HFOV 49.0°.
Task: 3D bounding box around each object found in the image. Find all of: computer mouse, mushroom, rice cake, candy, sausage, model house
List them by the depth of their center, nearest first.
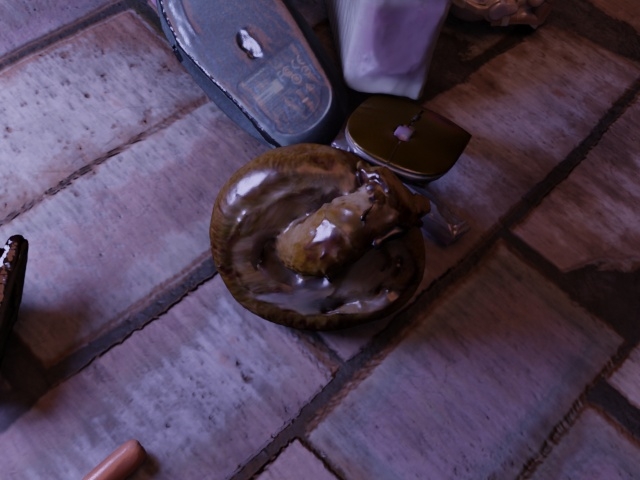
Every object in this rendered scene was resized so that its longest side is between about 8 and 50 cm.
[{"bbox_3d":[-0.241,0.268,0.819,0.034,0.034,0.083,42,62,18],"label":"sausage"},{"bbox_3d":[-0.454,0.090,0.843,0.164,0.141,0.203,11,59,-13],"label":"model house"},{"bbox_3d":[0.010,-0.007,0.894,0.195,0.283,0.263,-45,110,-43],"label":"mushroom"},{"bbox_3d":[0.135,-0.155,1.026,0.158,0.072,0.310,25,24,10],"label":"computer mouse"},{"bbox_3d":[0.108,-0.082,1.074,0.269,0.049,0.055,37,39,15],"label":"rice cake"},{"bbox_3d":[-0.107,-0.295,1.108,0.203,0.114,0.374,-36,89,2],"label":"computer mouse"},{"bbox_3d":[0.098,-0.408,1.142,0.144,0.208,0.359,2,46,-11],"label":"candy"}]

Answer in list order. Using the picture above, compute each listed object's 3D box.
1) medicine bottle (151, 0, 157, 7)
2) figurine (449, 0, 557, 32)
[{"bbox_3d":[-0.163,-0.534,1.171,0.315,0.202,0.202,-22,61,6],"label":"medicine bottle"},{"bbox_3d":[0.314,-0.468,1.285,0.236,0.141,0.163,9,53,-2],"label":"figurine"}]
